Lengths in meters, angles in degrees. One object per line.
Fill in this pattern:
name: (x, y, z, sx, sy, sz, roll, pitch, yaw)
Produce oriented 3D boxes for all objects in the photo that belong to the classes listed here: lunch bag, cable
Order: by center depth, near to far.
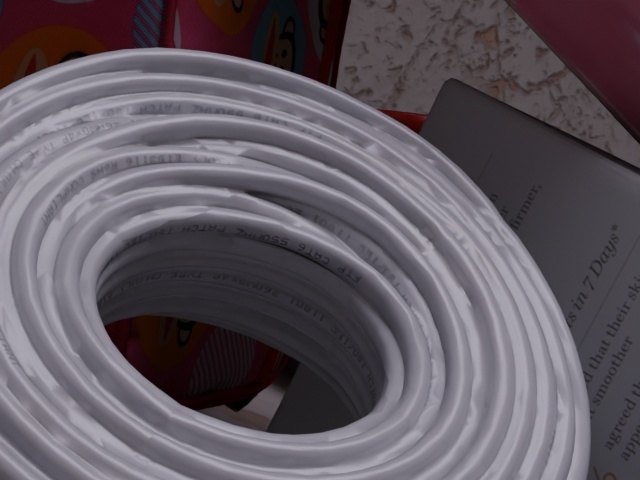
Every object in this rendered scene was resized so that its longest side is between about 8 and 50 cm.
cable: (-0.029, 0.047, 0.646, 0.257, 0.089, 0.257, 39, 42, 17)
lunch bag: (-0.066, -0.067, 0.914, 0.120, 0.293, 0.258, 9, 1, 19)

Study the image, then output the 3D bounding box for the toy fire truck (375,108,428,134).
toy fire truck: (0.000, 0.000, 1.249, 0.253, 0.169, 0.302, 9, 2, 18)

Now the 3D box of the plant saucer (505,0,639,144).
plant saucer: (0.105, -0.142, 0.863, 0.332, 0.084, 0.332, 46, 9, -9)

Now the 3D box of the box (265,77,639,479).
box: (0.161, 0.113, 0.752, 0.168, 0.215, 0.345, 19, 11, -48)
